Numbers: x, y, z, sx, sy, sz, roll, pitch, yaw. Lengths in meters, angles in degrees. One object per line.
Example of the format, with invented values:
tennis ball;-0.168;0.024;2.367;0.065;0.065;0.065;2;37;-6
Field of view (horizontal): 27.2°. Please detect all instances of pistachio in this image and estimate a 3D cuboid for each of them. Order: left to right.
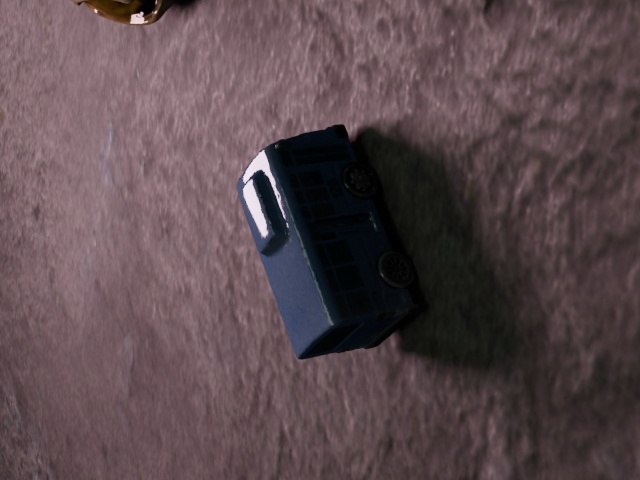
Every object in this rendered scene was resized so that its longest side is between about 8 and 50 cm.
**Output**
pistachio;-0.279;-0.371;1.801;0.238;0.137;0.153;51;121;41

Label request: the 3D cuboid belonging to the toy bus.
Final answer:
toy bus;0.000;0.000;1.436;0.116;0.133;0.234;-48;57;54
